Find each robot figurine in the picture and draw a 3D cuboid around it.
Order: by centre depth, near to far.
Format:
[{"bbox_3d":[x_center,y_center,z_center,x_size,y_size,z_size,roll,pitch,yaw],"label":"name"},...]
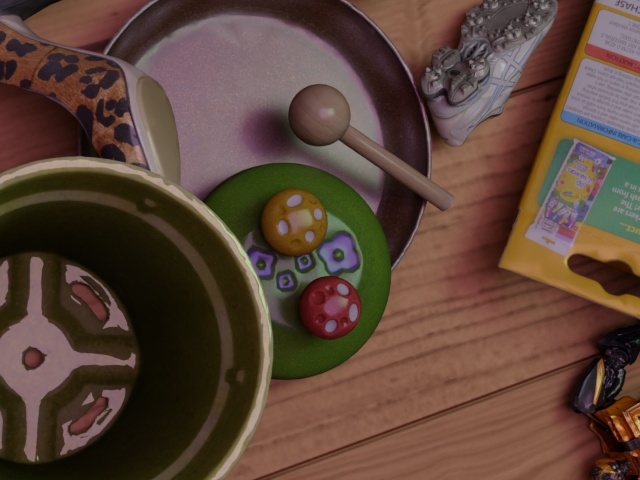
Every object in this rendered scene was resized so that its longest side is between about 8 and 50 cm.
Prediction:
[{"bbox_3d":[0.367,0.142,1.775,0.291,0.085,0.211,-31,94,-17],"label":"robot figurine"}]

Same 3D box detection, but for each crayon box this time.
[{"bbox_3d":[0.301,-0.082,1.746,0.203,0.083,0.323,21,78,5],"label":"crayon box"}]

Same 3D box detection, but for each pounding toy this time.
[{"bbox_3d":[0.000,0.000,1.611,0.183,0.110,0.237,38,76,-11],"label":"pounding toy"}]

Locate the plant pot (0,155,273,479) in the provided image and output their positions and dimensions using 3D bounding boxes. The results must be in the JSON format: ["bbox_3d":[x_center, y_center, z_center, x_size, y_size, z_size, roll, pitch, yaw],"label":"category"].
[{"bbox_3d":[-0.202,0.086,1.515,0.276,0.254,0.276,1,85,-16],"label":"plant pot"}]

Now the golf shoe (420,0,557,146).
[{"bbox_3d":[0.150,-0.155,1.755,0.176,0.069,0.086,-43,142,-31],"label":"golf shoe"}]

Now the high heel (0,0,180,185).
[{"bbox_3d":[-0.220,-0.095,1.581,0.186,0.093,0.261,-23,75,13],"label":"high heel"}]

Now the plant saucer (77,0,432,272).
[{"bbox_3d":[-0.057,-0.075,1.682,0.311,0.050,0.310,1,86,-17],"label":"plant saucer"}]
